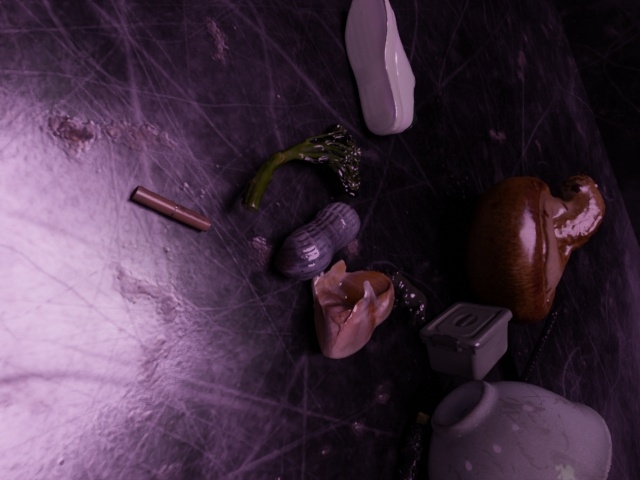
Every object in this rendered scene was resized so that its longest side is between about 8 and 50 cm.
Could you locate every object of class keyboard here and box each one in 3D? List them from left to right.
[{"bbox_3d":[0.490,0.254,0.946,0.087,0.017,0.250,-20,128,-47],"label":"keyboard"}]

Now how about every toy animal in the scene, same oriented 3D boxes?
[{"bbox_3d":[0.144,0.092,0.738,0.136,0.047,0.064,40,52,-27],"label":"toy animal"}]

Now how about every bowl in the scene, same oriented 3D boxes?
[{"bbox_3d":[0.269,0.320,0.675,0.146,0.313,0.313,49,49,6],"label":"bowl"}]

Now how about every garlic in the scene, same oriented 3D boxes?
[{"bbox_3d":[0.056,0.098,0.627,0.175,0.099,0.123,-26,114,-42],"label":"garlic"}]

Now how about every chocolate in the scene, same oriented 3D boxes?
[{"bbox_3d":[0.000,0.000,0.610,0.167,0.072,0.072,-41,109,-42],"label":"chocolate"}]

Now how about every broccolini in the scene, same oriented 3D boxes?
[{"bbox_3d":[-0.014,-0.087,0.620,0.123,0.062,0.271,52,45,-3],"label":"broccolini"}]

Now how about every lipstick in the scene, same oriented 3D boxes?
[{"bbox_3d":[-0.175,-0.037,0.494,0.094,0.019,0.018,28,64,-35],"label":"lipstick"}]

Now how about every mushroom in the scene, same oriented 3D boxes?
[{"bbox_3d":[0.449,0.000,0.878,0.346,0.260,0.344,11,77,-55],"label":"mushroom"}]

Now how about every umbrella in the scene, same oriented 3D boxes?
[{"bbox_3d":[0.152,0.360,0.694,0.143,0.040,0.037,-67,150,-23],"label":"umbrella"}]

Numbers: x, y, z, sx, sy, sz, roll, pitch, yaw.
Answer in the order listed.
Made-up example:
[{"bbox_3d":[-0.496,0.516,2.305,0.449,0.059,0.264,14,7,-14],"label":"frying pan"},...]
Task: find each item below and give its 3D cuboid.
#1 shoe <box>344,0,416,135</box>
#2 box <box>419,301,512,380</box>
[{"bbox_3d":[0.120,-0.323,0.774,0.110,0.095,0.264,-8,92,-48],"label":"shoe"},{"bbox_3d":[0.283,0.192,0.798,0.172,0.124,0.092,-21,106,-41],"label":"box"}]
